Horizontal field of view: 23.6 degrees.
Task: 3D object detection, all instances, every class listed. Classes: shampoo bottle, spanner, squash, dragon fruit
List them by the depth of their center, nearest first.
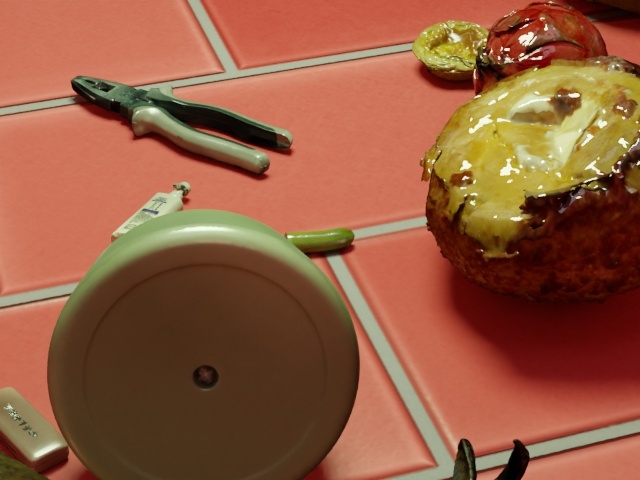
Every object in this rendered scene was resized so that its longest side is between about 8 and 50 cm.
[{"bbox_3d":[0.000,0.000,1.816,0.083,0.027,0.027,-5,38,-10],"label":"squash"},{"bbox_3d":[-0.196,-0.030,1.847,0.049,0.034,0.141,11,38,24],"label":"shampoo bottle"},{"bbox_3d":[0.290,-0.223,2.000,0.172,0.172,0.209,28,38,31],"label":"dragon fruit"},{"bbox_3d":[-0.193,-0.161,2.012,0.325,0.040,0.095,21,41,22],"label":"spanner"}]

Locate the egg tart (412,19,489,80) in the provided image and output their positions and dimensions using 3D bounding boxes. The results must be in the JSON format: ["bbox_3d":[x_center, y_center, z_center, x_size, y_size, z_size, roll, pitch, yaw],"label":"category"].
[{"bbox_3d":[0.189,-0.263,2.144,0.130,0.052,0.130,1,39,0],"label":"egg tart"}]

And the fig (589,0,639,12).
[{"bbox_3d":[0.467,-0.512,2.237,0.343,0.343,0.343,1,37,0],"label":"fig"}]

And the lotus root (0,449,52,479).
[{"bbox_3d":[-0.255,0.308,1.246,0.346,0.250,0.250,19,41,17],"label":"lotus root"}]

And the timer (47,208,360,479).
[{"bbox_3d":[-0.122,0.082,1.554,0.291,0.291,0.315,-3,17,-6],"label":"timer"}]

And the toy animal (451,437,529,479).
[{"bbox_3d":[0.135,0.265,1.355,0.160,0.197,0.272,-20,47,-21],"label":"toy animal"}]

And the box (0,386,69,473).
[{"bbox_3d":[-0.305,0.192,1.561,0.048,0.025,0.115,-27,46,-30],"label":"box"}]

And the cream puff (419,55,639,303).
[{"bbox_3d":[0.284,-0.058,1.733,0.350,0.228,0.350,-18,38,15],"label":"cream puff"}]
